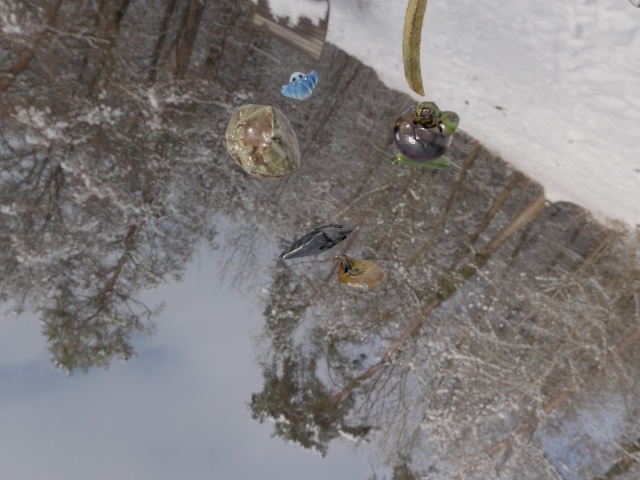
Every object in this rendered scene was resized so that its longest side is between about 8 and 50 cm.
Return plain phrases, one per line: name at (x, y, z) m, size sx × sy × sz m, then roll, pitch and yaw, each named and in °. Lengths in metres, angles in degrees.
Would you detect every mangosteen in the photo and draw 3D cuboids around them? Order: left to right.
mangosteen at (0.291, -0.297, 1.303) m, size 0.173 × 0.172 × 0.184 m, roll 12°, pitch 171°, yaw -30°

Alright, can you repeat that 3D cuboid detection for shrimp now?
shrimp at (0.110, 0.109, 1.671) m, size 0.152 × 0.062 × 0.287 m, roll -23°, pitch -155°, yaw -26°

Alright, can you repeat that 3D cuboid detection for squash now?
squash at (0.460, -0.360, 2.110) m, size 0.319 × 0.071 × 0.080 m, roll 3°, pitch -174°, yaw -15°

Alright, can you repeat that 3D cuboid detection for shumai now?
shumai at (-0.174, -0.359, 1.701) m, size 0.314 × 0.267 × 0.262 m, roll 41°, pitch 169°, yaw -18°

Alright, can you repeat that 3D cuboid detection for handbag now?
handbag at (0.000, 0.000, 1.694) m, size 0.254 × 0.211 × 0.088 m, roll -12°, pitch -104°, yaw -55°

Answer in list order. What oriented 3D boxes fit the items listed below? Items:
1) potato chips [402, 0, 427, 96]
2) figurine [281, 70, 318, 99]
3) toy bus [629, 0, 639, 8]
potato chips at (0.310, -0.661, 1.543) m, size 0.080 × 0.406 × 0.057 m, roll -10°, pitch -138°, yaw -6°
figurine at (-0.055, -0.423, 1.287) m, size 0.114 × 0.079 × 0.114 m, roll -17°, pitch -177°, yaw 1°
toy bus at (0.996, -0.790, 1.338) m, size 0.106 × 0.268 × 0.092 m, roll -13°, pitch -114°, yaw -29°
